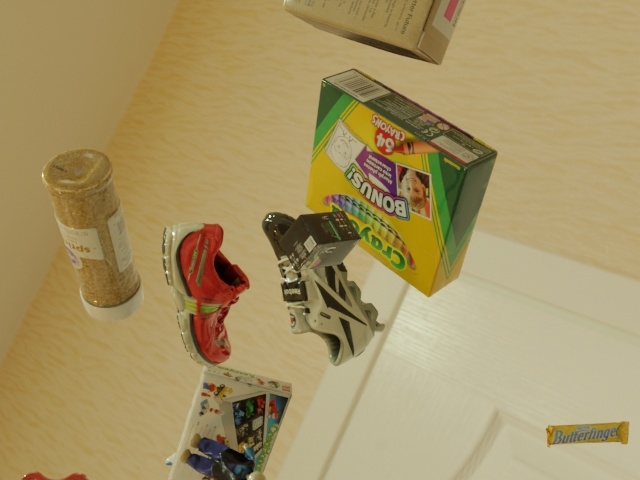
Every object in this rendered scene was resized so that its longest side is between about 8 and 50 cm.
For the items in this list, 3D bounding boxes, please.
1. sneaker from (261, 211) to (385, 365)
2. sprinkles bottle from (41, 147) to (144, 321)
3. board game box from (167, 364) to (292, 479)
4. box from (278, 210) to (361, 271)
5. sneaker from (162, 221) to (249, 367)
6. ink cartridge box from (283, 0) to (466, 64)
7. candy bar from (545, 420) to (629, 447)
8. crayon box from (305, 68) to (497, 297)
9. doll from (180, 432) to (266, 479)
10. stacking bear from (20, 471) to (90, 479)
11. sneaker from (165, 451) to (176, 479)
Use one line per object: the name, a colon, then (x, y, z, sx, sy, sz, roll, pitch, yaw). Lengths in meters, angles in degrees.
sneaker: (-0.020, 0.098, 1.382, 0.146, 0.122, 0.330, -44, -77, -25)
sprinkles bottle: (-0.414, -0.001, 1.354, 0.121, 0.121, 0.355, -38, -32, -32)
board game box: (-0.198, 0.421, 1.565, 0.193, 0.053, 0.305, 17, -72, -9)
box: (0.000, 0.000, 0.969, 0.083, 0.052, 0.062, -8, -32, -45)
sneaker: (-0.167, 0.092, 1.152, 0.118, 0.107, 0.279, -9, -53, 1)
ink cartridge box: (0.088, -0.345, 0.844, 0.088, 0.193, 0.234, 5, -71, -62)
candy bar: (0.453, 0.330, 1.242, 0.161, 0.018, 0.040, 2, -88, -15)
crayon box: (0.139, -0.116, 1.438, 0.106, 0.363, 0.313, -27, -39, -36)
doll: (-0.189, 0.456, 1.457, 0.129, 0.189, 0.046, -58, -32, -31)
stacking bear: (-0.601, 0.673, 1.779, 0.289, 0.175, 0.164, 77, -166, -63)
sneaker: (-0.296, 0.675, 1.816, 0.236, 0.130, 0.322, -1, -92, -5)
